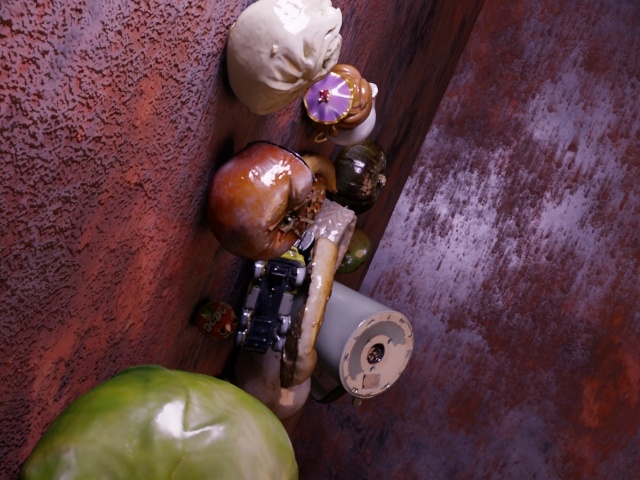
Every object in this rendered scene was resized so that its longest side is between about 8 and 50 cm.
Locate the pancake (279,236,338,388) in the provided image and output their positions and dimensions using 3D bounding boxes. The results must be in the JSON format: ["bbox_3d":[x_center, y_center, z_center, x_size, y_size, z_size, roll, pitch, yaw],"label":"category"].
[{"bbox_3d":[-0.026,0.178,1.479,0.387,0.082,0.386,-164,-90,-89],"label":"pancake"}]

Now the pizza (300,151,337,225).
[{"bbox_3d":[-0.024,-0.129,1.552,0.365,0.074,0.182,16,89,-77],"label":"pizza"}]

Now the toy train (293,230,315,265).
[{"bbox_3d":[-0.068,0.017,1.565,0.071,0.111,0.170,-57,165,-21],"label":"toy train"}]

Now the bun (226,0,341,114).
[{"bbox_3d":[-0.048,-0.304,0.991,0.229,0.145,0.229,21,90,-79],"label":"bun"}]

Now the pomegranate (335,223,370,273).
[{"bbox_3d":[0.072,0.004,2.014,0.224,0.182,0.181,-85,-171,-57],"label":"pomegranate"}]

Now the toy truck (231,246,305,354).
[{"bbox_3d":[-0.128,0.132,1.470,0.157,0.124,0.272,-112,-144,-64],"label":"toy truck"}]

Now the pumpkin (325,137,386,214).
[{"bbox_3d":[0.113,-0.185,1.823,0.238,0.159,0.238,-55,159,-34],"label":"pumpkin"}]

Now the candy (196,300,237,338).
[{"bbox_3d":[-0.217,0.192,1.380,0.287,0.084,0.078,95,18,-75],"label":"candy"}]

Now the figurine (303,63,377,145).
[{"bbox_3d":[0.051,-0.301,1.410,0.189,0.142,0.263,-43,167,2],"label":"figurine"}]

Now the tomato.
[{"bbox_3d":[-0.118,-0.051,1.093,0.155,0.181,0.214,-49,156,-39],"label":"tomato"}]

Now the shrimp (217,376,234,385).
[{"bbox_3d":[-0.253,0.394,1.614,0.065,0.057,0.165,-52,160,-28],"label":"shrimp"}]

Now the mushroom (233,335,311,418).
[{"bbox_3d":[-0.156,0.383,1.708,0.243,0.244,0.243,-60,166,-25],"label":"mushroom"}]

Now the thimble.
[{"bbox_3d":[-0.001,0.005,1.733,0.229,0.148,0.196,-61,167,-13],"label":"thimble"}]

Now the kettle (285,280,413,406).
[{"bbox_3d":[0.041,0.300,1.781,0.250,0.377,0.360,-1,108,-35],"label":"kettle"}]

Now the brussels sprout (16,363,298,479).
[{"bbox_3d":[-0.259,0.372,0.937,0.426,0.342,0.360,-21,105,-25],"label":"brussels sprout"}]
